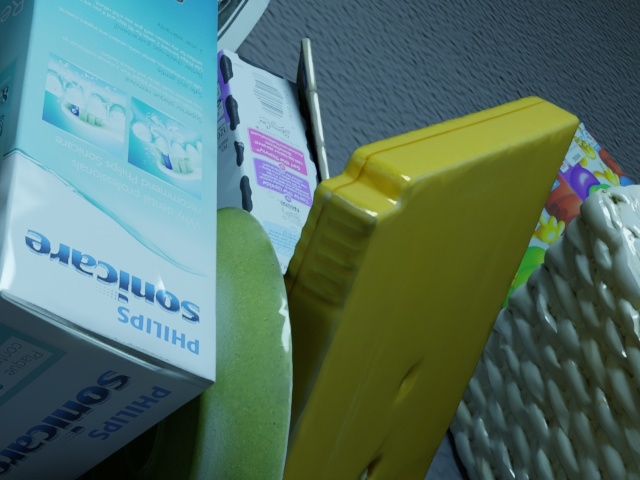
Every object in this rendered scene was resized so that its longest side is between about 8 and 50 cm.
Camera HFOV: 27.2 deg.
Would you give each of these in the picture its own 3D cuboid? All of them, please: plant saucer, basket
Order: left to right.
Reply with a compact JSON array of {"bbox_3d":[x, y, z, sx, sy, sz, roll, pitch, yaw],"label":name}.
[{"bbox_3d":[-0.082,0.097,0.726,0.037,0.241,0.241,10,47,-25],"label":"plant saucer"},{"bbox_3d":[0.298,0.152,0.988,0.266,0.328,0.331,-2,56,-24],"label":"basket"}]

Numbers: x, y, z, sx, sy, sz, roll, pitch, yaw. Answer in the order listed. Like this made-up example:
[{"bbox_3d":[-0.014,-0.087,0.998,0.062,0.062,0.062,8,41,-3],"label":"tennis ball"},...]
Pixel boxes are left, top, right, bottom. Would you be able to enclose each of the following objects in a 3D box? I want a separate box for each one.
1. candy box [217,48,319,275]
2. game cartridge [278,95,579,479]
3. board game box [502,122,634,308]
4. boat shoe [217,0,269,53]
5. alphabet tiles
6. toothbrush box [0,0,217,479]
[{"bbox_3d":[-0.076,-0.002,0.896,0.070,0.165,0.196,22,40,-35],"label":"candy box"},{"bbox_3d":[0.034,0.075,0.816,0.053,0.323,0.285,29,24,22],"label":"game cartridge"},{"bbox_3d":[0.280,0.043,1.312,0.275,0.142,0.144,51,31,3],"label":"board game box"},{"bbox_3d":[-0.105,-0.186,1.145,0.070,0.078,0.219,43,33,-13],"label":"boat shoe"},{"bbox_3d":[0.000,0.000,0.965,0.009,0.198,0.237,-7,75,-6],"label":"alphabet tiles"},{"bbox_3d":[-0.167,-0.017,0.730,0.126,0.216,0.295,27,44,-34],"label":"toothbrush box"}]
